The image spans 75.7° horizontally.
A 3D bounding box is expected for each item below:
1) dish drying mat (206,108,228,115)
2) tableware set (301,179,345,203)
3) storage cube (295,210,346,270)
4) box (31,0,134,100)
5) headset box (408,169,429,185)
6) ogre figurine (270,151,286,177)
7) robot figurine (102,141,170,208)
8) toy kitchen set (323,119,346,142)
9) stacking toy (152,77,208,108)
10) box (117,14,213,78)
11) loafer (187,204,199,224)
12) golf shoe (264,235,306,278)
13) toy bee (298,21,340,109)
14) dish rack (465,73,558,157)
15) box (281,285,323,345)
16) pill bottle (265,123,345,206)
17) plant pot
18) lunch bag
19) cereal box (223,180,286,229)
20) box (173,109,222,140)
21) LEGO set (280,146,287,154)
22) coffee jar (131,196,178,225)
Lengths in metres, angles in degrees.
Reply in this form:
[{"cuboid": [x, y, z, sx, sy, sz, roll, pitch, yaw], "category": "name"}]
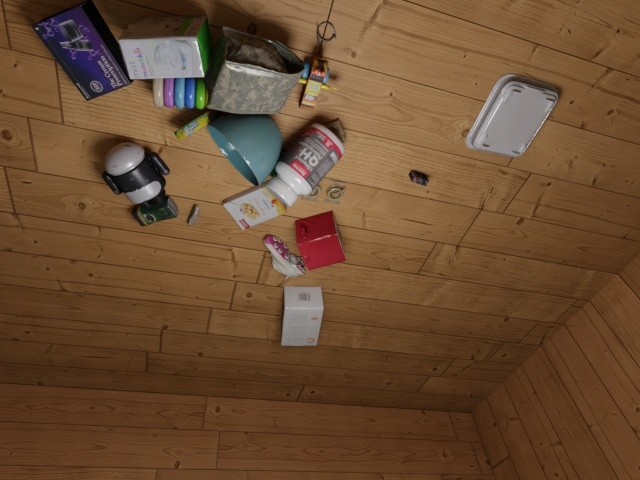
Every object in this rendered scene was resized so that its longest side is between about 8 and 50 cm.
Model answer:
[{"cuboid": [-0.400, -0.510, 1.603, 0.084, 0.008, 0.032, 15, 129, -17], "category": "dish drying mat"}, {"cuboid": [0.016, -0.218, 1.884, 0.195, 0.039, 0.128, 6, 130, -11], "category": "tableware set"}, {"cuboid": [0.000, 0.000, 1.979, 0.194, 0.183, 0.214, -15, 131, 6], "category": "storage cube"}, {"cuboid": [-0.784, -0.635, 1.391, 0.185, 0.103, 0.261, -15, 131, 11], "category": "box"}, {"cuboid": [0.439, -0.284, 1.858, 0.084, 0.062, 0.032, 16, 127, -18], "category": "headset box"}, {"cuboid": [-0.137, -0.300, 1.754, 0.197, 0.096, 0.118, 3, 134, -47], "category": "ogre figurine"}, {"cuboid": [-0.746, -0.265, 1.676, 0.209, 0.174, 0.278, -47, 135, -23], "category": "robot figurine"}, {"cuboid": [0.061, -0.432, 1.687, 0.075, 0.083, 0.068, -18, 172, 10], "category": "toy kitchen set"}, {"cuboid": [-0.430, -0.539, 1.504, 0.331, 0.141, 0.141, 2, 131, -16], "category": "stacking toy"}, {"cuboid": [-0.484, -0.628, 1.321, 0.232, 0.261, 0.126, -4, 132, -4], "category": "box"}, {"cuboid": [-0.581, -0.118, 1.911, 0.039, 0.045, 0.125, 7, 139, -35], "category": "loafer"}, {"cuboid": [-0.204, 0.097, 2.093, 0.140, 0.115, 0.306, -26, 128, 20], "category": "golf shoe"}, {"cuboid": [-0.028, -0.591, 1.472, 0.196, 0.162, 0.298, -6, 132, 1], "category": "toy bee"}, {"cuboid": [0.800, -0.495, 1.708, 0.286, 0.072, 0.332, 9, 129, -13], "category": "dish rack"}, {"cuboid": [-0.112, 0.436, 2.361, 0.215, 0.168, 0.344, 2, 130, -9], "category": "box"}, {"cuboid": [-0.066, -0.292, 1.631, 0.318, 0.176, 0.176, -50, 125, -7], "category": "pill bottle"}, {"cuboid": [-0.261, -0.381, 1.584, 0.195, 0.290, 0.290, -42, 129, -11], "category": "plant pot"}, {"cuboid": [-0.222, -0.556, 1.405, 0.288, 0.168, 0.235, 3, 156, -28], "category": "lunch bag"}, {"cuboid": [-0.299, -0.158, 1.897, 0.241, 0.047, 0.173, -22, 130, 13], "category": "cereal box"}, {"cuboid": [-0.464, -0.449, 1.574, 0.179, 0.105, 0.043, -22, 113, 17], "category": "box"}, {"cuboid": [-0.172, -0.367, 1.742, 0.054, 0.023, 0.083, 18, 127, -21], "category": "LEGO set"}, {"cuboid": [-0.745, -0.128, 1.854, 0.185, 0.079, 0.096, -15, 134, 6], "category": "coffee jar"}]
